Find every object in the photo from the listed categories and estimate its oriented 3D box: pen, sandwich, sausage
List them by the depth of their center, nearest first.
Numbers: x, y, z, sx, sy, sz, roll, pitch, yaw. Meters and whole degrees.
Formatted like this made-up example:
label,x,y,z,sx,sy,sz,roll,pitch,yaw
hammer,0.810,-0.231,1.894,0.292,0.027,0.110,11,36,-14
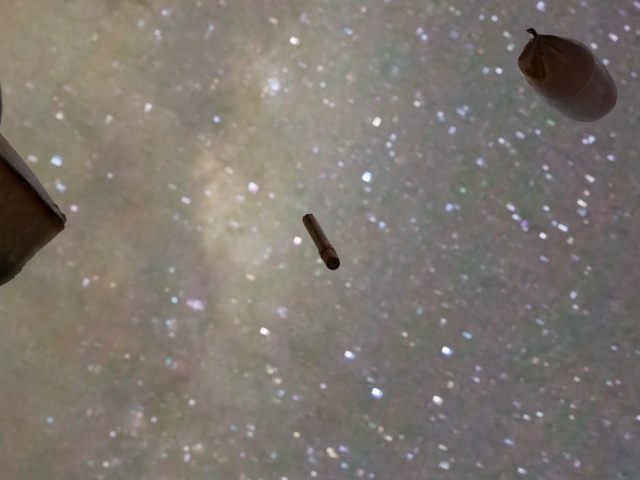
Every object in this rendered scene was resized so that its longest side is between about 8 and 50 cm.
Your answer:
label,x,y,z,sx,sy,sz,roll,pitch,yaw
sandwich,-0.301,-0.069,0.874,0.108,0.220,0.186,-46,-162,-1
sausage,0.363,-0.248,1.743,0.112,0.328,0.112,-3,-98,25
pen,0.000,0.000,2.004,0.028,0.028,0.239,-57,-161,11

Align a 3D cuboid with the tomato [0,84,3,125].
label,x,y,z,sx,sy,sz,roll,pitch,yaw
tomato,-0.644,-0.199,1.863,0.303,0.239,0.303,-20,-127,30
